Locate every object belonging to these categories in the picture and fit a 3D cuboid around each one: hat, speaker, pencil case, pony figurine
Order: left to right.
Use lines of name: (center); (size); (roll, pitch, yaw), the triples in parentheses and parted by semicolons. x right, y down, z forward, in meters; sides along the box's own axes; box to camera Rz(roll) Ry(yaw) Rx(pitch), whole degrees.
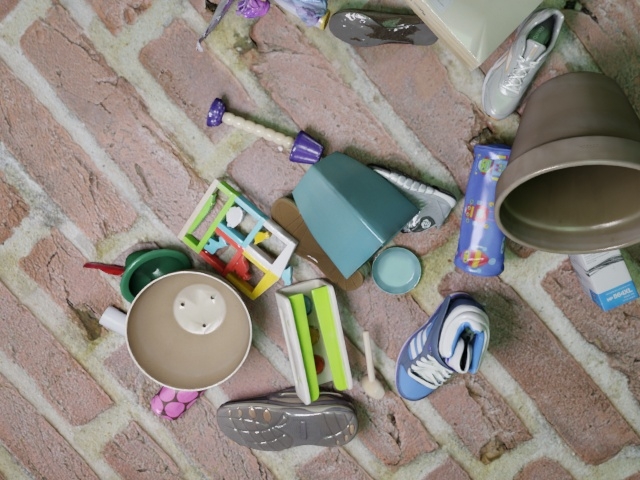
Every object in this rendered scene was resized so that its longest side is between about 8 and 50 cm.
speaker: (-0.496, 0.222, 1.576); (0.136, 0.055, 0.055); (28, 104, -1)
hat: (-0.454, 0.047, 1.547); (0.208, 0.183, 0.173); (0, 123, -39)
pencil case: (-0.339, 0.373, 1.582); (0.098, 0.095, 0.209); (37, 107, -29)
pony figurine: (-0.135, -0.579, 1.281); (0.363, 0.303, 0.351); (21, 72, 3)
pencil case: (0.387, -0.067, 1.402); (0.119, 0.133, 0.306); (18, 106, 38)

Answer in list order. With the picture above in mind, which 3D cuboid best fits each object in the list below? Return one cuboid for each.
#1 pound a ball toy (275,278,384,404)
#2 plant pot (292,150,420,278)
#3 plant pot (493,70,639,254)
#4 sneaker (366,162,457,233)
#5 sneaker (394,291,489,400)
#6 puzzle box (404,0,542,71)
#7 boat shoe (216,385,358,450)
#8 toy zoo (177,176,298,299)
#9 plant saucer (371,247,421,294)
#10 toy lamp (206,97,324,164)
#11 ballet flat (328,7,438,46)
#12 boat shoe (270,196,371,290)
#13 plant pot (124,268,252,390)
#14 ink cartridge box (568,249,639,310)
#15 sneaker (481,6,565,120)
pound a ball toy: (0.020, 0.255, 1.519); (0.208, 0.136, 0.319); (-15, 102, -18)
plant pot: (0.064, -0.074, 1.384); (0.234, 0.165, 0.166); (47, 137, 5)
plant pot: (0.508, -0.169, 1.215); (0.323, 0.323, 0.280); (6, 62, 3)
sneaker: (0.193, -0.086, 1.433); (0.229, 0.086, 0.132); (23, 106, -1)
sneaker: (0.277, 0.279, 1.429); (0.130, 0.236, 0.323); (30, 103, -2)
puzzle box: (0.268, -0.589, 1.273); (0.409, 0.052, 0.272); (46, 77, -5)
boat shoe: (-0.081, 0.446, 1.555); (0.355, 0.130, 0.132); (3, 107, 3)
toy zoo: (-0.185, 0.011, 1.477); (0.293, 0.030, 0.192); (40, 113, 4)
plant saucer: (0.185, 0.072, 1.501); (0.119, 0.021, 0.119); (1, 104, 5)
toy lamp: (-0.125, -0.247, 1.428); (0.275, 0.080, 0.080); (22, 104, 2)
ballet flat: (0.144, -0.478, 1.366); (0.250, 0.058, 0.084); (6, 139, 9)
boat shoe: (0.000, 0.000, 1.477); (0.285, 0.089, 0.104); (46, 128, -3)
plant pot: (-0.303, 0.192, 1.475); (0.284, 0.191, 0.284); (-1, 100, -4)
ink cartridge box: (0.620, 0.036, 1.390); (0.086, 0.148, 0.203); (-24, 100, 11)
sneaker: (0.434, -0.385, 1.324); (0.099, 0.121, 0.262); (24, 104, 0)
